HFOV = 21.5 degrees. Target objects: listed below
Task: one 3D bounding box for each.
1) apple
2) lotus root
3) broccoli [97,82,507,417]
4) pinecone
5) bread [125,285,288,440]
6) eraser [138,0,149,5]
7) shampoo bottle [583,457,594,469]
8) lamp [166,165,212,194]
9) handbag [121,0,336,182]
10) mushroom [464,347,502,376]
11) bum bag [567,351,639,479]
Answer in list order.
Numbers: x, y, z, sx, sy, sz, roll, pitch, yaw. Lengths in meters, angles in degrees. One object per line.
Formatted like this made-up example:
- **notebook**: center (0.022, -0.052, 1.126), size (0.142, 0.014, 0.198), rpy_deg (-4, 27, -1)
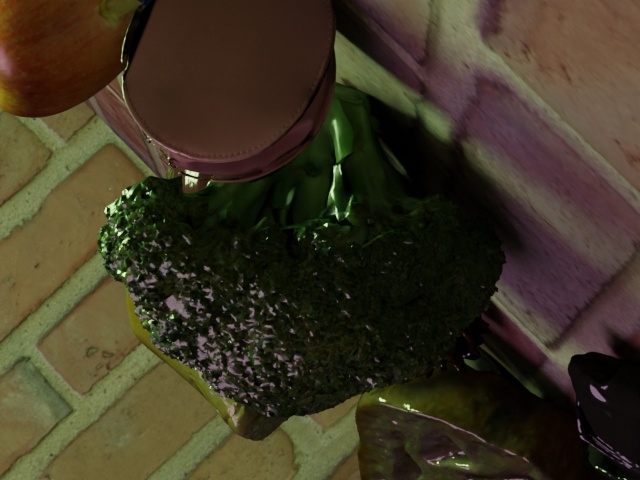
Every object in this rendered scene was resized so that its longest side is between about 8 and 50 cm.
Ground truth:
- **apple**: center (-0.316, -0.273, 1.959), size (0.242, 0.241, 0.242), rpy_deg (41, 155, 24)
- **lotus root**: center (0.196, 0.287, 2.046), size (0.390, 0.111, 0.375), rpy_deg (44, 151, -21)
- **broccoli**: center (-0.015, 0.013, 1.544), size (0.413, 0.310, 0.321), rpy_deg (-4, -133, -52)
- **pinecone**: center (0.119, 0.094, 1.869), size (0.140, 0.121, 0.140), rpy_deg (49, -169, -13)
- **bread**: center (-0.118, 0.053, 2.262), size (0.341, 0.300, 0.210), rpy_deg (44, -178, 26)
- **eraser**: center (-0.193, -0.332, 1.390), size (0.155, 0.101, 0.332), rpy_deg (44, 172, 22)
- **shampoo bottle**: center (0.321, 0.288, 2.102), size (0.190, 0.041, 0.069), rpy_deg (45, 172, 10)
- **lamp**: center (-0.098, -0.072, 2.074), size (0.180, 0.180, 0.258), rpy_deg (47, 171, -9)
- **handbag**: center (-0.072, -0.144, 1.390), size (0.179, 0.205, 0.116), rpy_deg (17, 164, 12)
- **mushroom**: center (0.159, 0.162, 2.143), size (0.225, 0.093, 0.116), rpy_deg (37, -173, 31)
- **bum bag**: center (0.291, 0.186, 1.567), size (0.142, 0.080, 0.326), rpy_deg (38, 169, 31)
